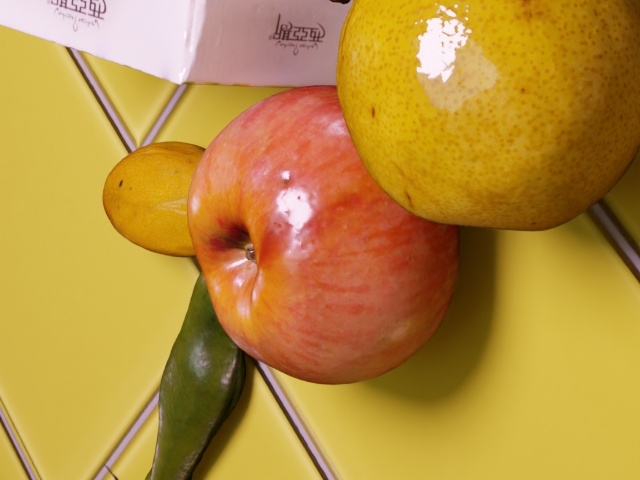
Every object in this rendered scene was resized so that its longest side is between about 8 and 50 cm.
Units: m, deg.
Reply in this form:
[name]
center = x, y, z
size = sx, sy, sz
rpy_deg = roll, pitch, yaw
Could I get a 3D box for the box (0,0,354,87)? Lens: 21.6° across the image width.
[box]
center = -0.102, -0.189, 1.249
size = 0.260, 0.194, 0.111
rpy_deg = 19, 106, 45

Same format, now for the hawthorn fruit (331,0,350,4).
[hawthorn fruit]
center = 0.014, -0.308, 1.076
size = 0.265, 0.265, 0.307
rpy_deg = 8, 97, 46

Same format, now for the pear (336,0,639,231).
[pear]
center = 0.112, -0.112, 1.023
size = 0.209, 0.209, 0.209
rpy_deg = 4, 96, 46

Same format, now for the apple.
[apple]
center = 0.000, 0.000, 1.170
size = 0.209, 0.164, 0.209
rpy_deg = 22, 121, 43

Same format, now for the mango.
[mango]
center = -0.106, -0.033, 1.347
size = 0.190, 0.075, 0.098
rpy_deg = 5, 66, 38

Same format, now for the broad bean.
[broad bean]
center = -0.113, 0.126, 1.383
size = 0.098, 0.056, 0.318
rpy_deg = 54, 130, 29
